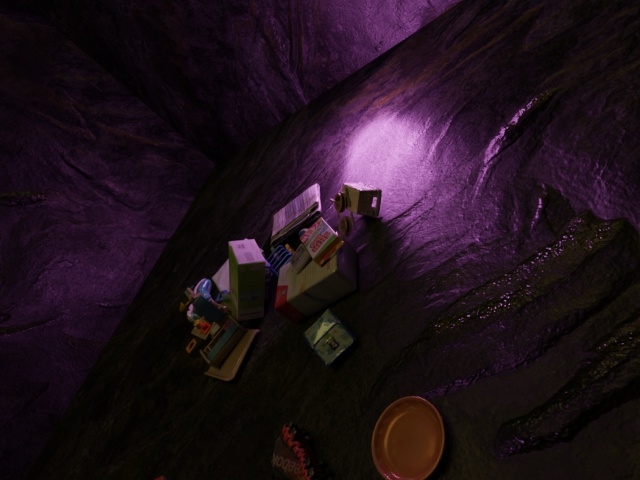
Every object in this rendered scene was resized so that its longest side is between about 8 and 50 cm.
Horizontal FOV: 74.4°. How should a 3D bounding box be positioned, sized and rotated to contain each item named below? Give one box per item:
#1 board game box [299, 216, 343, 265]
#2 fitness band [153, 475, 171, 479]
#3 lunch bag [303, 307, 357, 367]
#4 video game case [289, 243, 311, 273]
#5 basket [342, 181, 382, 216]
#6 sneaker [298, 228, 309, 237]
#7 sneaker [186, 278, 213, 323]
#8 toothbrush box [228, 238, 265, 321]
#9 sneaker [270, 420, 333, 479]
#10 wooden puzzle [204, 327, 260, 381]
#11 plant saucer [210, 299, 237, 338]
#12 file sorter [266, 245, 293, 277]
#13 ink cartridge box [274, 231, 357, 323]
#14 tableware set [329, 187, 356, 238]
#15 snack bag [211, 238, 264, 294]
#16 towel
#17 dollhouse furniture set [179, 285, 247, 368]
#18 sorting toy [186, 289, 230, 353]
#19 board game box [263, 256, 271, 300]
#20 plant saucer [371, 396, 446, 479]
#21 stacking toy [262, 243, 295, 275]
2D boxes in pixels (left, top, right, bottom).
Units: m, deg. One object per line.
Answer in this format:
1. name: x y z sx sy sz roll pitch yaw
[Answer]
1. board game box: 0.000 0.000 1.583 0.124 0.039 0.259 -45 27 3
2. fitness band: -0.584 0.965 1.469 0.209 0.054 0.291 -55 29 -6
3. lunch bag: 0.034 0.318 1.362 0.129 0.096 0.151 -45 43 1
4. video game case: -0.080 0.069 1.611 0.087 0.011 0.122 -54 26 8
5. basket: 0.161 -0.169 1.706 0.167 0.103 0.113 -140 52 -62
6. sneaker: -0.062 -0.004 1.901 0.152 0.058 0.085 3 48 47
7. sneaker: -0.621 0.324 2.259 0.109 0.107 0.275 -15 45 17
8. toothbrush box: -0.319 0.167 1.810 0.206 0.122 0.283 -127 36 -54
9. sneaker: -0.061 0.616 1.124 0.135 0.097 0.276 -51 27 -5
10. wooden puzzle: -0.366 0.474 1.770 0.221 0.044 0.239 -9 43 49
11. plant saucer: -0.440 0.363 2.000 0.241 0.037 0.241 -33 32 24
12. file sorter: -0.151 0.110 1.840 0.118 0.104 0.170 -51 30 -3
13. ink cartridge box: -0.017 0.142 1.591 0.306 0.131 0.226 -31 31 26
14. tableware set: 0.083 -0.105 1.711 0.128 0.039 0.194 133 131 -60
15. snack bag: -0.458 0.137 2.293 0.323 0.037 0.342 -51 29 -4
16. towel: -0.128 -0.137 2.103 0.312 0.056 0.324 -34 26 15
17. dollhouse furniture set: -0.514 0.337 1.771 0.198 0.303 0.286 -51 30 -13
18. sorting toy: -0.552 0.382 2.040 0.196 0.047 0.348 -2 54 52
19. board game box: -0.278 0.151 1.925 0.243 0.042 0.165 -141 48 -60
20. plant saucer: 0.210 0.472 0.990 0.200 0.037 0.200 -34 33 26
21. stacking toy: -0.211 0.064 2.034 0.167 0.052 0.221 -44 25 5
